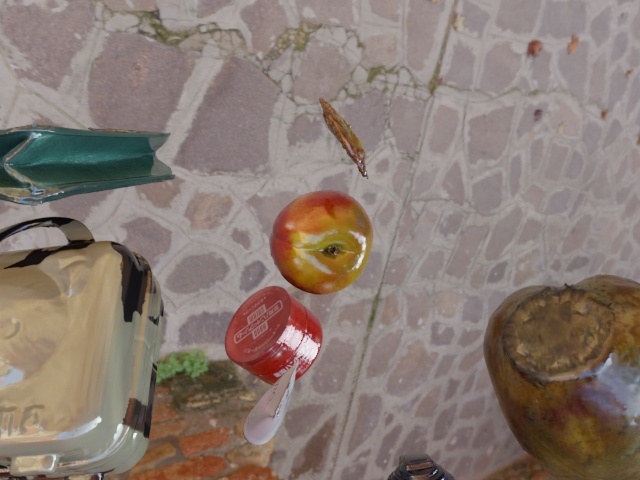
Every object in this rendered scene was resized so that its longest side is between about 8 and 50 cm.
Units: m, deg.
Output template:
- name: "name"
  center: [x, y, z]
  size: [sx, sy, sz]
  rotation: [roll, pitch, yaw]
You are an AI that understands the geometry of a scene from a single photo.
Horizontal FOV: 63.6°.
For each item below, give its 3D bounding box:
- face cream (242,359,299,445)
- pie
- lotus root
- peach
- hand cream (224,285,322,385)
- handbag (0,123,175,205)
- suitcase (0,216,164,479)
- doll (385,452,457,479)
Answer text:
- name: "face cream"
  center: [-0.081, 0.282, 0.850]
  size: [0.244, 0.058, 0.092]
  rotation: [117, -3, -51]
- name: "pie"
  center: [0.032, -0.179, 0.825]
  size: [0.033, 0.191, 0.088]
  rotation: [-34, 135, 8]
- name: "lotus root"
  center: [0.331, 0.171, 0.624]
  size: [0.346, 0.250, 0.251]
  rotation: [39, 83, -43]
- name: "peach"
  center: [0.000, 0.000, 0.924]
  size: [0.190, 0.192, 0.191]
  rotation: [-1, 96, -13]
- name: "hand cream"
  center: [-0.100, 0.208, 1.123]
  size: [0.125, 0.193, 0.193]
  rotation: [42, 81, -35]
- name: "handbag"
  center: [-0.378, -0.121, 0.734]
  size: [0.326, 0.238, 0.090]
  rotation: [-42, 135, -72]
- name: "suitcase"
  center: [-0.376, 0.119, 0.631]
  size: [0.350, 0.340, 0.194]
  rotation: [-6, 145, 4]
- name: "doll"
  center: [0.155, 0.437, 0.656]
  size: [0.239, 0.310, 0.285]
  rotation: [-9, 95, 1]
